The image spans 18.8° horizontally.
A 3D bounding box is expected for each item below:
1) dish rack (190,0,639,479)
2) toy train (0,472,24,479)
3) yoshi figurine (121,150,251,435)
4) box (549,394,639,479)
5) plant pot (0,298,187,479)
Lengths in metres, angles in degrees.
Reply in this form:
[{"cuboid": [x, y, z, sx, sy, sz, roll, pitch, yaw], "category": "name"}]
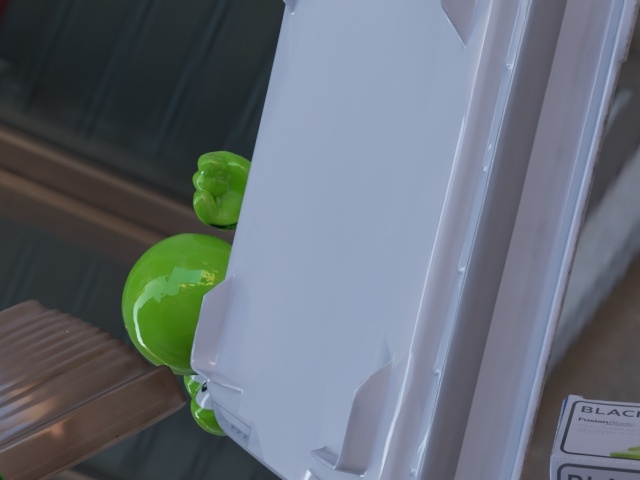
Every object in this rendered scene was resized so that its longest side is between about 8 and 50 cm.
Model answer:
[{"cuboid": [0.026, -0.030, 0.913, 0.285, 0.072, 0.333, 24, 103, 64], "category": "dish rack"}, {"cuboid": [-0.073, 0.065, 0.448, 0.017, 0.083, 0.024, -57, -15, -35], "category": "toy train"}, {"cuboid": [-0.016, -0.003, 1.461, 0.362, 0.203, 0.203, -50, -3, 20], "category": "yoshi figurine"}, {"cuboid": [0.238, 0.257, 1.314, 0.087, 0.169, 0.290, -56, -32, -63], "category": "box"}, {"cuboid": [-0.215, 0.112, 1.260, 0.237, 0.110, 0.237, -28, -2, -1], "category": "plant pot"}]
